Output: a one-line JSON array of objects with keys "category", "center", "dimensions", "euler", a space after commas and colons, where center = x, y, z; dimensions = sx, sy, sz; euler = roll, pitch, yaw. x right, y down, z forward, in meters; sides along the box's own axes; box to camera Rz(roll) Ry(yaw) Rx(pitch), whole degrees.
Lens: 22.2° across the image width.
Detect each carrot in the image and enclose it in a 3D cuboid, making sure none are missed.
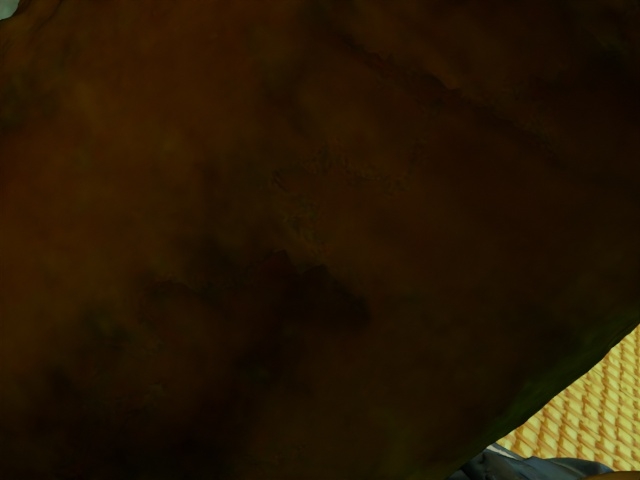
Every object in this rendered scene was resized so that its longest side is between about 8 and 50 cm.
[{"category": "carrot", "center": [-0.031, 0.000, 0.602], "dimensions": [0.241, 0.341, 0.241], "euler": [48, 5, -6]}]

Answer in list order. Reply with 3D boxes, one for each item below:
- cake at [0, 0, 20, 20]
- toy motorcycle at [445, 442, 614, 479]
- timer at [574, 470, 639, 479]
[{"category": "cake", "center": [-0.216, -0.227, 0.878], "dimensions": [0.314, 0.293, 0.307], "euler": [48, 15, 25]}, {"category": "toy motorcycle", "center": [0.105, 0.162, 0.753], "dimensions": [0.159, 0.106, 0.270], "euler": [19, 18, -29]}, {"category": "timer", "center": [0.009, 0.167, 0.297], "dimensions": [0.233, 0.240, 0.233], "euler": [33, 16, -11]}]
